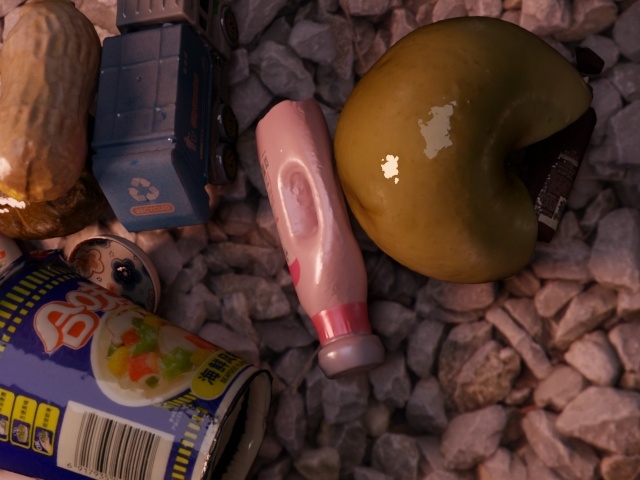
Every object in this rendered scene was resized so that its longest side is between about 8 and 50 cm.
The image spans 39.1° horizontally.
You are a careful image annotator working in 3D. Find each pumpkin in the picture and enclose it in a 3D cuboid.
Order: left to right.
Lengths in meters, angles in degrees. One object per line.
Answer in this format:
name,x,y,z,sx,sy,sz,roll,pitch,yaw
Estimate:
pumpkin,-0.392,-0.101,1.255,0.218,0.162,0.219,-5,69,13

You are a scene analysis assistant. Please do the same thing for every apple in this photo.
apple,0.138,-0.114,1.020,0.258,0.233,0.295,27,92,56

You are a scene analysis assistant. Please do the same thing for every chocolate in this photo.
chocolate,-0.347,-0.183,1.148,0.134,0.134,0.309,-12,58,14

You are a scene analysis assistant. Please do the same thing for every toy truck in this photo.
toy truck,-0.203,-0.193,1.215,0.146,0.175,0.367,-7,68,15

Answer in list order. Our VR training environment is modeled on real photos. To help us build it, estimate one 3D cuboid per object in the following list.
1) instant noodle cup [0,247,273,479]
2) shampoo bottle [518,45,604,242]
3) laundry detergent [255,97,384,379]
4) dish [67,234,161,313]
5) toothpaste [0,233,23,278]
instant noodle cup,-0.234,0.190,1.067,0.312,0.284,0.284,18,79,14
shampoo bottle,0.288,-0.117,1.088,0.067,0.068,0.236,18,79,24
laundry detergent,0.000,0.000,1.105,0.087,0.159,0.335,-11,73,-16
dish,-0.263,0.047,1.219,0.141,0.078,0.141,9,114,20
toothpaste,-0.484,0.005,1.307,0.100,0.066,0.323,-44,60,0
